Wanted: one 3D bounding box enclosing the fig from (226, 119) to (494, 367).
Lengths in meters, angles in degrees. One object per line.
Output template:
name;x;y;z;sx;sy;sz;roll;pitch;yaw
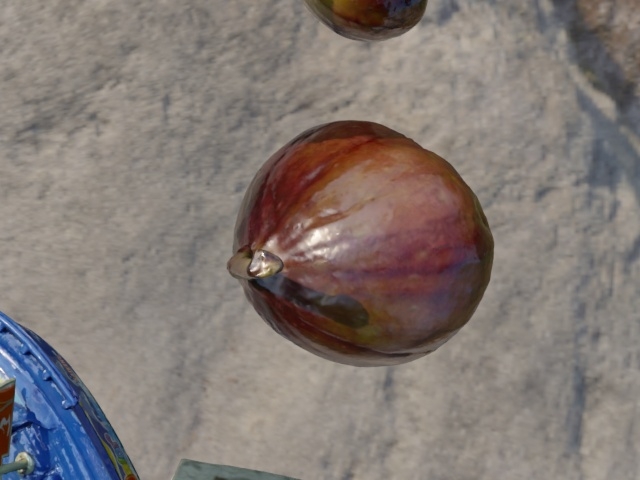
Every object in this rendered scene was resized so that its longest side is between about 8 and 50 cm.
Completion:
fig;0.000;0.011;0.999;0.249;0.204;0.186;-14;141;-34

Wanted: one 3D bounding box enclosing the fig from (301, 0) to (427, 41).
fig;0.008;-0.271;1.091;0.231;0.143;0.160;39;56;-27

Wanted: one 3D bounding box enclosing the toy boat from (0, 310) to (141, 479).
toy boat;-0.138;0.094;0.559;0.175;0.091;0.110;64;17;8

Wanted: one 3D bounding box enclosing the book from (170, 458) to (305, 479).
book;0.069;0.213;0.642;0.352;0.239;0.035;10;118;2
